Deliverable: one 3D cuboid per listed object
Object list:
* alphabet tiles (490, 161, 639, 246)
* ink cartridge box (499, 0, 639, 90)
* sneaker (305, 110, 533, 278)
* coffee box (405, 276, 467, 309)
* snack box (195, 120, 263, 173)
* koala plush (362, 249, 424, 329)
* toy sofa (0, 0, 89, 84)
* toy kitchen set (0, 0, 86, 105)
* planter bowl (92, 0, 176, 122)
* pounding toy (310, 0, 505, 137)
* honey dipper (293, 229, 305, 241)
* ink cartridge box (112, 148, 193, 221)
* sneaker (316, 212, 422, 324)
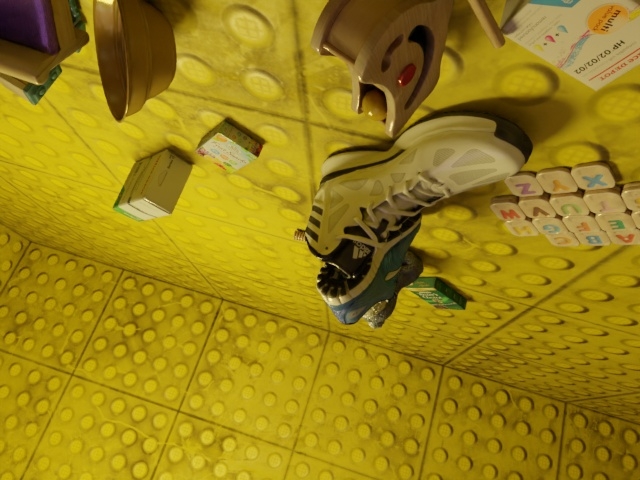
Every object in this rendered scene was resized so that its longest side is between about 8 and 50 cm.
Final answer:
[{"bbox_3d":[0.475,-0.052,0.879,0.284,0.021,0.278,-3,151,44],"label":"alphabet tiles"},{"bbox_3d":[0.302,-0.232,0.504,0.182,0.061,0.104,23,159,-13],"label":"ink cartridge box"},{"bbox_3d":[0.140,-0.048,0.834,0.169,0.257,0.448,32,155,-33],"label":"sneaker"},{"bbox_3d":[0.369,0.170,1.507,0.184,0.040,0.113,33,155,-35],"label":"coffee box"},{"bbox_3d":[-0.205,-0.203,1.045,0.100,0.037,0.141,29,157,-29],"label":"snack box"},{"bbox_3d":[0.169,0.131,1.317,0.204,0.221,0.196,13,159,13],"label":"koala plush"},{"bbox_3d":[-0.374,-0.345,0.472,0.150,0.177,0.362,18,138,1],"label":"toy sofa"},{"bbox_3d":[-0.428,-0.326,0.721,0.122,0.165,0.207,25,159,-1],"label":"toy kitchen set"},{"bbox_3d":[-0.282,-0.295,0.733,0.091,0.216,0.217,-12,177,-32],"label":"planter bowl"},{"bbox_3d":[0.098,-0.208,0.541,0.155,0.154,0.269,41,167,20],"label":"pounding toy"},{"bbox_3d":[0.000,0.000,1.410,0.161,0.030,0.030,12,159,5],"label":"honey dipper"},{"bbox_3d":[-0.444,-0.140,1.246,0.087,0.152,0.209,33,156,-36],"label":"ink cartridge box"},{"bbox_3d":[0.115,0.047,1.020,0.130,0.330,0.147,19,140,35],"label":"sneaker"}]
